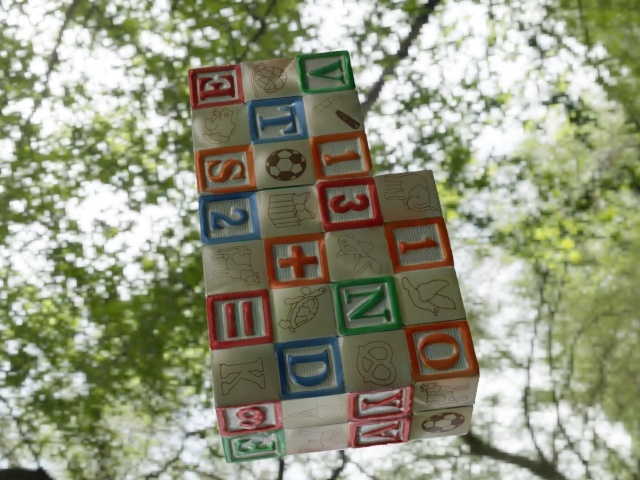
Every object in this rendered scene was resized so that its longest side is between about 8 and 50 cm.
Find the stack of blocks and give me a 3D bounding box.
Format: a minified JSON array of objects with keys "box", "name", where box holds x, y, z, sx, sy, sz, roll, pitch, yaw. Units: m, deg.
[{"box":[0.000,0.000,0.817,0.087,0.171,0.297,88,174,-55],"name":"stack of blocks"}]
